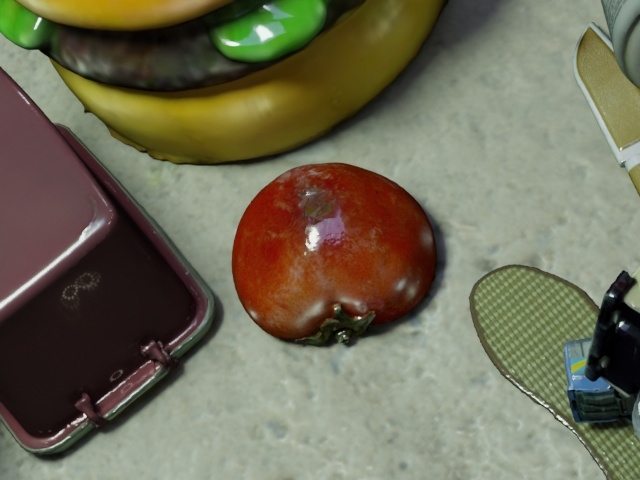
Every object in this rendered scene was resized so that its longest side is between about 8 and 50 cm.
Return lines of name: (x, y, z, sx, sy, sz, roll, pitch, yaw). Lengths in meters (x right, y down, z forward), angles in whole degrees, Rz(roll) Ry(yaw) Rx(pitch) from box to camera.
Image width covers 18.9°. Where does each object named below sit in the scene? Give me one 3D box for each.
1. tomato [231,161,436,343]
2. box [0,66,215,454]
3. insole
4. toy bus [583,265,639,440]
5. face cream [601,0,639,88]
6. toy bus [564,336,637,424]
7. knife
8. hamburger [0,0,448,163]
tomato: (0.000, 0.000, 1.435, 0.159, 0.091, 0.139, -13, 55, 16)
box: (-0.241, -0.001, 1.481, 0.193, 0.167, 0.294, -41, 54, -5)
insole: (0.189, 0.103, 1.353, 0.086, 0.005, 0.253, -36, 54, -3)
toy bus: (0.334, 0.093, 1.186, 0.305, 0.143, 0.179, 36, 70, 18)
face cream: (0.288, -0.205, 1.402, 0.177, 0.177, 0.153, -15, 58, 12)
toy bus: (0.243, 0.086, 1.310, 0.153, 0.051, 0.061, -12, 52, 8)
knife: (0.239, -0.072, 1.432, 0.046, 0.022, 0.256, -29, 49, 12)
hamburger: (-0.097, -0.269, 1.525, 0.395, 0.277, 0.396, -10, 56, 15)
